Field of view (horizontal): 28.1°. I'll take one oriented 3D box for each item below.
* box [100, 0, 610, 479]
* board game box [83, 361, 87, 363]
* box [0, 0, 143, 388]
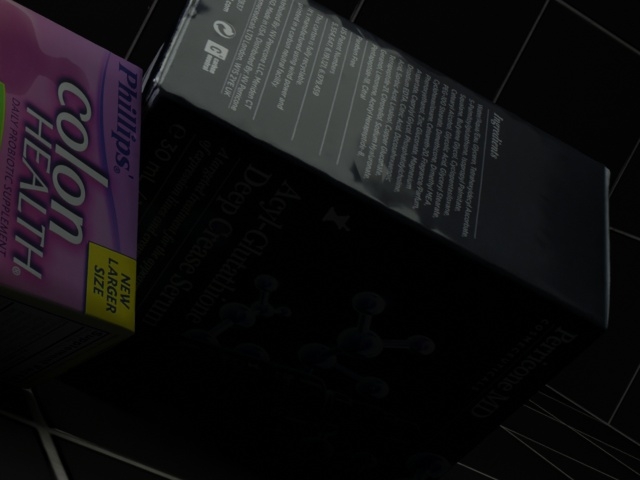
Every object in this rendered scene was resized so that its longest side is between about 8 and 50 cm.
[{"bbox_3d":[0.000,0.000,1.092,0.395,0.293,0.212,27,42,-13],"label":"box"},{"bbox_3d":[-0.262,0.039,0.988,0.181,0.043,0.092,28,3,4],"label":"board game box"},{"bbox_3d":[-0.243,-0.049,0.812,0.117,0.213,0.243,-27,-38,35],"label":"box"}]
